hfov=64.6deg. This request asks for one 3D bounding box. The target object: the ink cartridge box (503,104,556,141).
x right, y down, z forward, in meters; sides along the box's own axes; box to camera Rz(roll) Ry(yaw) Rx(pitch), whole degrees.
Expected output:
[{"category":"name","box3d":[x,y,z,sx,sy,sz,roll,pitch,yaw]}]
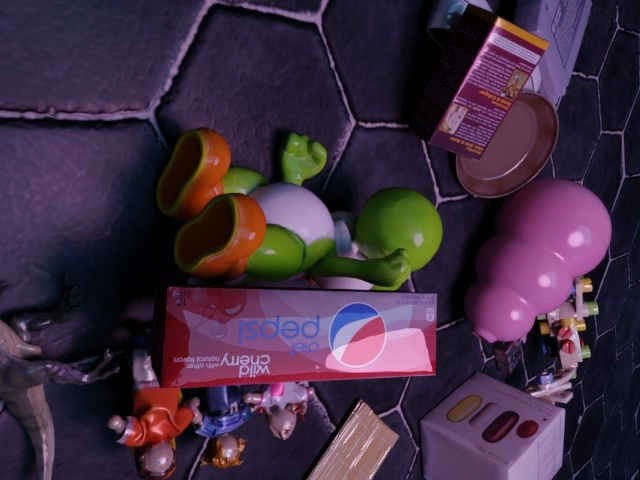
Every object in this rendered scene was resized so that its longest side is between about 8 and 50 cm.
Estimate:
[{"category":"ink cartridge box","box3d":[0.396,-0.234,0.990,0.179,0.045,0.145,19,88,-50]}]

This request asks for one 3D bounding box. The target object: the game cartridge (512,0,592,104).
[{"category":"game cartridge","box3d":[0.429,-0.423,0.928,0.196,0.060,0.294,48,59,-42]}]

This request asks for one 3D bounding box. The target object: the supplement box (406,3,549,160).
[{"category":"supplement box","box3d":[0.223,-0.225,0.738,0.104,0.081,0.188,11,121,-27]}]

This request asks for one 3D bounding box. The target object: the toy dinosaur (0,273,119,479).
[{"category":"toy dinosaur","box3d":[-0.264,0.107,0.468,0.118,0.064,0.268,-29,121,-26]}]

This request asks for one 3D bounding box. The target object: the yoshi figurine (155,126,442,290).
[{"category":"yoshi figurine","box3d":[0.015,-0.023,0.596,0.362,0.203,0.203,16,83,-46]}]

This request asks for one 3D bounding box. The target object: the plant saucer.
[{"category":"plant saucer","box3d":[0.321,-0.169,0.892,0.199,0.036,0.198,-9,125,-14]}]

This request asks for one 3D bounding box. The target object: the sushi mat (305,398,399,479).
[{"category":"sushi mat","box3d":[0.011,0.421,0.825,0.316,0.019,0.151,-51,131,-19]}]

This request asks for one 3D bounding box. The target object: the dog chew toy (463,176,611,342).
[{"category":"dog chew toy","box3d":[0.390,0.045,0.956,0.332,0.207,0.206,-54,131,-7]}]

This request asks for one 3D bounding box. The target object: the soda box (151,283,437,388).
[{"category":"soda box","box3d":[-0.021,0.087,0.485,0.263,0.092,0.083,3,86,-22]}]

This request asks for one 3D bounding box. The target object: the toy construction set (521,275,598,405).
[{"category":"toy construction set","box3d":[0.538,0.213,1.132,0.215,0.151,0.327,-38,131,-72]}]

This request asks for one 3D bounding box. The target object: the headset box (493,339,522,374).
[{"category":"headset box","box3d":[0.423,0.250,1.143,0.062,0.032,0.083,-40,124,-28]}]

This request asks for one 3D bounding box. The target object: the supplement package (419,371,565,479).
[{"category":"supplement package","box3d":[0.334,0.397,0.991,0.203,0.194,0.149,-24,116,-36]}]

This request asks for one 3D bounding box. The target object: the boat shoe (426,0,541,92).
[{"category":"boat shoe","box3d":[0.262,-0.290,0.813,0.267,0.096,0.088,30,85,-41]}]

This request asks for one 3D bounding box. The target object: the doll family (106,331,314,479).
[{"category":"doll family","box3d":[-0.132,0.183,0.579,0.263,0.118,0.163,5,80,-47]}]
